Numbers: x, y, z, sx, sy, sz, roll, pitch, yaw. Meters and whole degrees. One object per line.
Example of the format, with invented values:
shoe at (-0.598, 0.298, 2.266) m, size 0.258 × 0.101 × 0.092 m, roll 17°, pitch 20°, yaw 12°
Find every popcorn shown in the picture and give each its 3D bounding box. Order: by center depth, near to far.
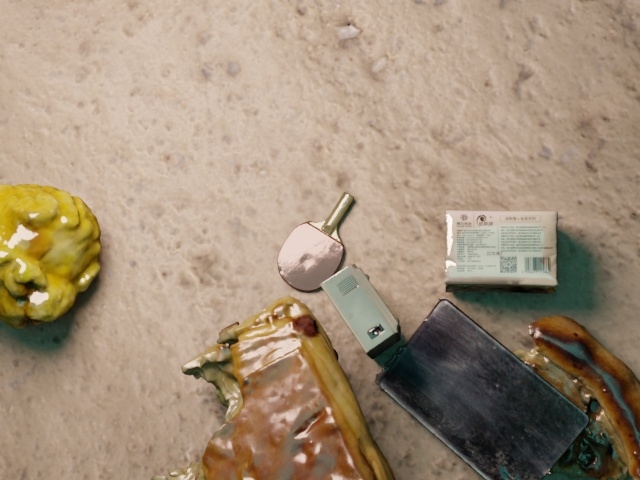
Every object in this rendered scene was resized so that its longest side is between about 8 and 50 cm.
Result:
popcorn at (-0.425, 0.026, 1.436) m, size 0.200 × 0.226 × 0.203 m, roll 19°, pitch 126°, yaw 42°

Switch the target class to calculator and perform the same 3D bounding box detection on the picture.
calculator at (0.215, 0.214, 1.357) m, size 0.261 × 0.021 × 0.161 m, roll 41°, pitch 101°, yaw 18°

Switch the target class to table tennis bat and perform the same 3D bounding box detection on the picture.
table tennis bat at (0.000, 0.000, 1.455) m, size 0.087 × 0.013 × 0.157 m, roll 31°, pitch 88°, yaw 13°

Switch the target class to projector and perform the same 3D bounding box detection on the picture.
projector at (0.059, 0.095, 1.362) m, size 0.061 × 0.147 × 0.115 m, roll -35°, pitch 79°, yaw -1°

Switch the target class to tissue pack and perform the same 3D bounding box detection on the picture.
tissue pack at (0.243, 0.016, 1.376) m, size 0.148 × 0.099 × 0.106 m, roll 1°, pitch 79°, yaw 7°

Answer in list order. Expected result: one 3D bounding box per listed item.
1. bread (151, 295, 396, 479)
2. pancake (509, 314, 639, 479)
bread at (-0.065, 0.298, 1.330) m, size 0.314 × 0.191 × 0.370 m, roll -33°, pitch 66°, yaw 7°
pancake at (0.346, 0.212, 1.352) m, size 0.257 × 0.056 × 0.213 m, roll 11°, pitch 84°, yaw 10°
